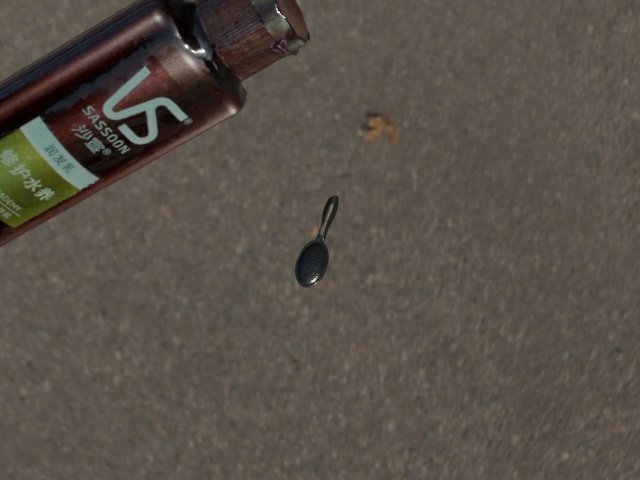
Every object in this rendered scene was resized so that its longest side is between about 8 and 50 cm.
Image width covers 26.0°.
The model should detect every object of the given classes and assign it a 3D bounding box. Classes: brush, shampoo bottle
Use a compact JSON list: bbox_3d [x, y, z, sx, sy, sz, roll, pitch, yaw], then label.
[{"bbox_3d":[0.000,0.000,1.055,0.024,0.008,0.083,17,61,4],"label":"brush"},{"bbox_3d":[-0.163,-0.107,1.081,0.323,0.129,0.084,-27,41,14],"label":"shampoo bottle"}]
